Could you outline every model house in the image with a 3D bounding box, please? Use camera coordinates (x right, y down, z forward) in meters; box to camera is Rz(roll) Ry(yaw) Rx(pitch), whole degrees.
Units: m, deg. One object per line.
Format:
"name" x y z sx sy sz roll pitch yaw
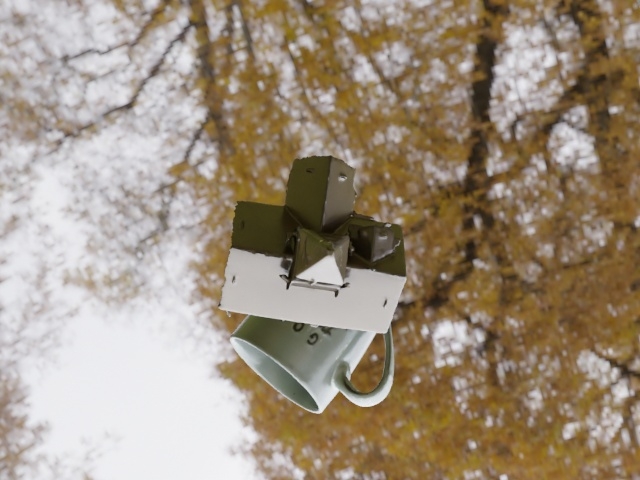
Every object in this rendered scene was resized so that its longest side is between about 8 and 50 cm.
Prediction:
"model house" 0.000 0.000 1.266 0.181 0.176 0.248 9 175 -7

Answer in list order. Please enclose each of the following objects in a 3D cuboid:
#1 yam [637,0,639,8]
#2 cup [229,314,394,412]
"yam" 0.423 -0.195 1.207 0.201 0.202 0.271 -12 -135 -5
"cup" 0.027 0.147 1.995 0.258 0.186 0.234 33 -107 29
